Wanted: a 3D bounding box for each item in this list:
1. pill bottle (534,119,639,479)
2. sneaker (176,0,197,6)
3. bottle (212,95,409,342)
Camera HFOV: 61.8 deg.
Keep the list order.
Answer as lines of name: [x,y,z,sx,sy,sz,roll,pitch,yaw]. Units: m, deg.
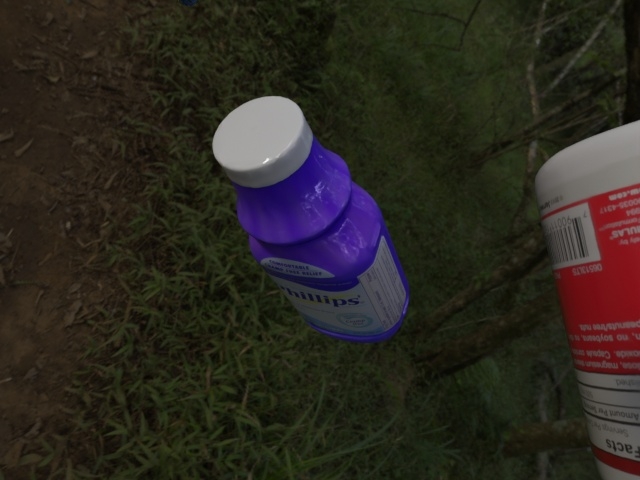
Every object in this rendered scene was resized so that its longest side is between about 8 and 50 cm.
pill bottle: [0.347,0.103,0.473,0.229,0.229,0.407,-1,78,-44]
sneaker: [-0.176,-0.396,0.676,0.078,0.067,0.188,-43,140,-43]
bottle: [0.000,0.000,0.466,0.282,0.118,0.092,61,43,-54]
